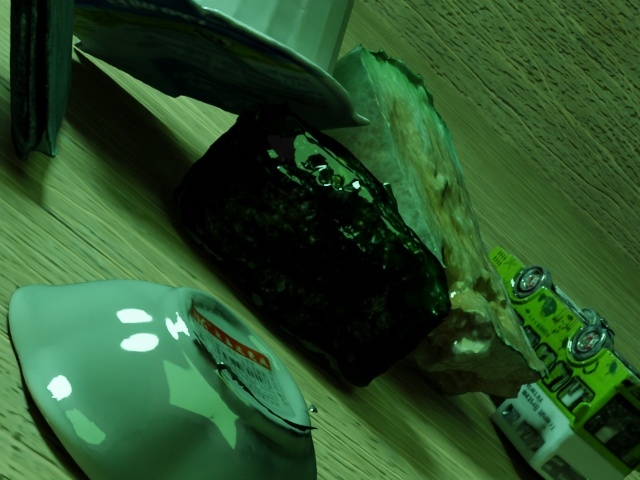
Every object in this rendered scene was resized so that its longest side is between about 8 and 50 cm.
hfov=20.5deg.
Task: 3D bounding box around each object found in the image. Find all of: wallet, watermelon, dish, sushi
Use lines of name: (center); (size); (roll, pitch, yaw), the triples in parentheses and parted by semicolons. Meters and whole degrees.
wallet: (-0.173, -0.254, 1.131); (0.046, 0.379, 0.191); (5, 20, -5)
watermelon: (0.053, 0.001, 1.543); (0.264, 0.151, 0.302); (30, 39, -63)
dish: (-0.064, 0.086, 0.969); (0.229, 0.081, 0.229); (44, 12, -12)
sushi: (0.000, 0.000, 1.347); (0.225, 0.127, 0.124); (46, 11, -11)

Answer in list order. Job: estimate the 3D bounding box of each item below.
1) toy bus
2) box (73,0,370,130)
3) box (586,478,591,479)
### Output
toy bus: (0.222, 0.123, 1.705); (0.113, 0.139, 0.302); (41, 6, -28)
box: (-0.073, -0.234, 1.360); (0.262, 0.206, 0.291); (15, -13, 20)
box: (0.201, 0.254, 1.243); (0.193, 0.121, 0.030); (39, 14, -35)
